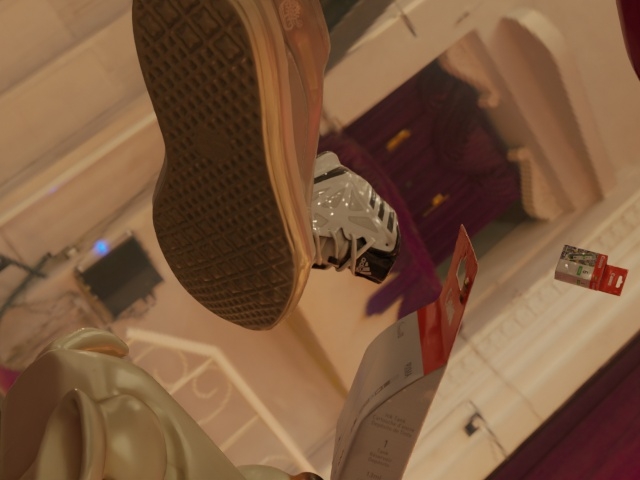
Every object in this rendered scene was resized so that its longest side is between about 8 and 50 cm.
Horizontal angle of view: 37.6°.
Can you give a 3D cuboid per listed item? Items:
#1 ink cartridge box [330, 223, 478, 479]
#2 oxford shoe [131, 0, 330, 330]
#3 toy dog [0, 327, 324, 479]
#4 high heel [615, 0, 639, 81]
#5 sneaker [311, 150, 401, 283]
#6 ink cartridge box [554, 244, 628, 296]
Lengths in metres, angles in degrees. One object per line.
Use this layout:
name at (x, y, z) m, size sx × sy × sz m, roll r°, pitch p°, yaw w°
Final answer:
ink cartridge box at (0.114, 0.169, 1.349) m, size 0.091 × 0.384 × 0.308 m, roll 18°, pitch 12°, yaw 1°
oxford shoe at (-0.066, -0.077, 0.838) m, size 0.169 × 0.130 × 0.449 m, roll 20°, pitch -39°, yaw 16°
toy dog at (-0.174, 0.317, 1.036) m, size 0.408 × 0.284 × 0.395 m, roll 35°, pitch 18°, yaw -29°
high heel at (0.339, -0.319, 0.849) m, size 0.127 × 0.377 × 0.181 m, roll 3°, pitch 1°, yaw 14°
sneaker at (0.001, -0.001, 1.718) m, size 0.257 × 0.447 × 0.169 m, roll 35°, pitch -50°, yaw 15°
ink cartridge box at (0.471, 0.052, 1.632) m, size 0.115 × 0.062 × 0.029 m, roll 16°, pitch -32°, yaw 21°
